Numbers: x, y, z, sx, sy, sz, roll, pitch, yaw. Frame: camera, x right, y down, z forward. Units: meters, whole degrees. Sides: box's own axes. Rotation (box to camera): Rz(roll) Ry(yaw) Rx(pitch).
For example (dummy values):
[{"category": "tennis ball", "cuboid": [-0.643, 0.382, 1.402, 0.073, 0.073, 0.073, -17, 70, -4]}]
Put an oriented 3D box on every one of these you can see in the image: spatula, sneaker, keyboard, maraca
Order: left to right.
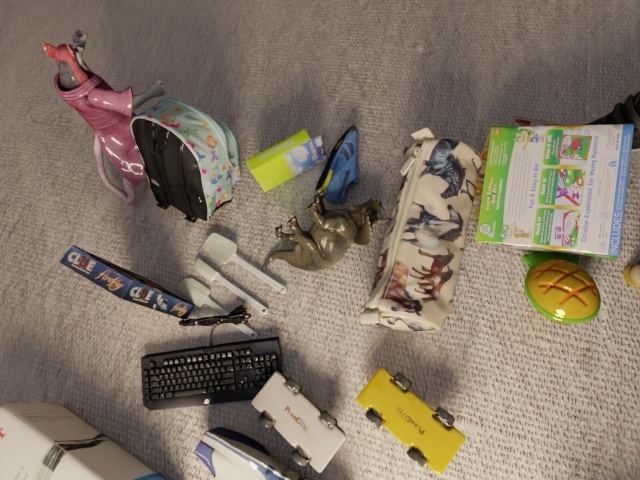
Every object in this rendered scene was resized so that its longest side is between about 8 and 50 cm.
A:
[{"category": "keyboard", "cuboid": [-0.240, 0.249, 0.895, 0.317, 0.033, 0.202, -9, 73, 7]}, {"category": "spatula", "cuboid": [-0.205, 0.102, 0.951, 0.242, 0.019, 0.168, 30, 81, 19]}, {"category": "sneaker", "cuboid": [-0.118, 0.489, 0.740, 0.315, 0.127, 0.182, 25, 75, 16]}, {"category": "sneaker", "cuboid": [0.059, -0.179, 0.989, 0.082, 0.069, 0.209, 28, 66, -15]}, {"category": "maraca", "cuboid": [0.459, 0.081, 0.796, 0.127, 0.099, 0.186, 3, 45, 9]}, {"category": "sneaker", "cuboid": [0.579, -0.226, 0.853, 0.295, 0.147, 0.105, -15, 70, 7]}]

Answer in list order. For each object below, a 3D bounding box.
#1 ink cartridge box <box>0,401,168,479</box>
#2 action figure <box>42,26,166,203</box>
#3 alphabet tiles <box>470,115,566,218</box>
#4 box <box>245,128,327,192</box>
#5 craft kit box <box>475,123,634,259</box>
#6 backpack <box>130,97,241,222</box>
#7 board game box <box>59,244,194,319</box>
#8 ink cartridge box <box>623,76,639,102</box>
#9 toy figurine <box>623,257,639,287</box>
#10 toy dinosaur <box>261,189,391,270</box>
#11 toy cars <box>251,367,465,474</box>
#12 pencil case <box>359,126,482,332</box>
[{"category": "ink cartridge box", "cuboid": [-0.499, 0.531, 0.777, 0.395, 0.166, 0.285, 24, 76, 17]}, {"category": "action figure", "cuboid": [-0.526, -0.308, 0.973, 0.248, 0.370, 0.276, 30, 77, 18]}, {"category": "alphabet tiles", "cuboid": [0.428, -0.140, 0.872, 0.198, 0.009, 0.237, 23, 93, 28]}, {"category": "box", "cuboid": [-0.078, -0.192, 0.986, 0.178, 0.109, 0.042, -28, 66, 0]}, {"category": "craft kit box", "cuboid": [0.453, -0.101, 0.817, 0.246, 0.061, 0.250, 8, 86, 26]}, {"category": "backpack", "cuboid": [-0.309, -0.196, 0.958, 0.225, 0.253, 0.191, 26, 57, 19]}, {"category": "board game box", "cuboid": [-0.393, 0.096, 0.871, 0.165, 0.243, 0.042, 24, 76, 17]}, {"category": "ink cartridge box", "cuboid": [0.811, -0.382, 0.833, 0.278, 0.201, 0.117, -33, 68, -2]}, {"category": "toy figurine", "cuboid": [0.703, 0.037, 0.742, 0.209, 0.148, 0.213, 33, 82, 26]}, {"category": "toy dinosaur", "cuboid": [0.000, 0.000, 0.894, 0.313, 0.121, 0.160, -39, 101, 10]}, {"category": "toy cars", "cuboid": [0.064, 0.340, 0.786, 0.393, 0.087, 0.176, -6, 65, 12]}, {"category": "pencil case", "cuboid": [0.200, -0.009, 0.831, 0.183, 0.160, 0.410, 25, 73, -24]}]
